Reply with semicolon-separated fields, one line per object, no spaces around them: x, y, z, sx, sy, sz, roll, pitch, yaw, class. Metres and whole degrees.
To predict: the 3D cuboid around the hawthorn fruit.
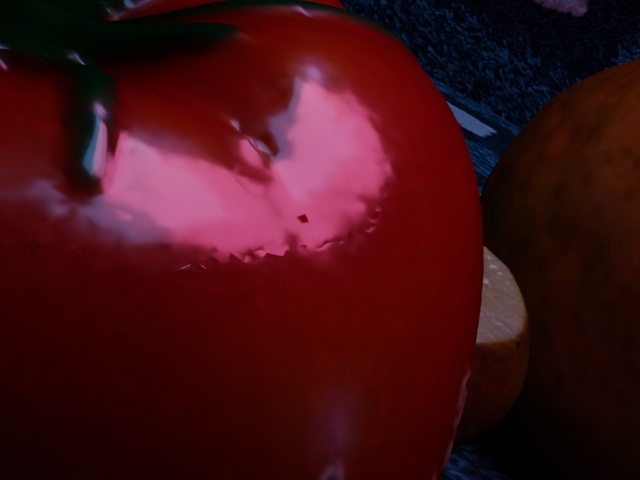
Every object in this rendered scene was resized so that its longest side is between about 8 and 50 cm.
0.338;0.037;1.279;0.472;0.471;0.472;27;13;-7;hawthorn fruit

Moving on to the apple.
0.042;0.063;1.121;0.195;0.160;0.173;29;9;9;apple

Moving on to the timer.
-0.133;0.019;0.616;0.378;0.279;0.378;15;24;-7;timer
